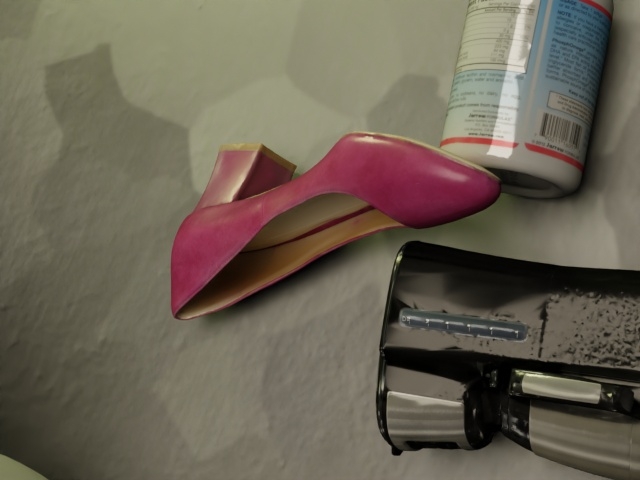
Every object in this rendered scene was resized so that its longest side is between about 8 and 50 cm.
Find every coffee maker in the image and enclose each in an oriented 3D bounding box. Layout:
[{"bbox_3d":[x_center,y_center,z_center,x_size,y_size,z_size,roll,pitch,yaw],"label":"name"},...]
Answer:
[{"bbox_3d":[0.134,0.050,0.878,0.178,0.120,0.171,8,58,21],"label":"coffee maker"}]

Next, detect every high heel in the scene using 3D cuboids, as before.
[{"bbox_3d":[0.000,0.000,0.914,0.244,0.082,0.117,5,72,42],"label":"high heel"}]

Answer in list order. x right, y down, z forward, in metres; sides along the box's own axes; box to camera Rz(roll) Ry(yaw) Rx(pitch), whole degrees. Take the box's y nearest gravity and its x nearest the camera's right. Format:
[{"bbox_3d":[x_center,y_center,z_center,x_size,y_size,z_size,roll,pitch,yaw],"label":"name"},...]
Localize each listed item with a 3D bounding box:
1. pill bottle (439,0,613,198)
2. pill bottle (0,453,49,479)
[{"bbox_3d":[0.126,-0.111,0.916,0.087,0.087,0.160,9,82,23],"label":"pill bottle"},{"bbox_3d":[-0.279,0.309,0.918,0.363,0.210,0.210,-46,67,7],"label":"pill bottle"}]
